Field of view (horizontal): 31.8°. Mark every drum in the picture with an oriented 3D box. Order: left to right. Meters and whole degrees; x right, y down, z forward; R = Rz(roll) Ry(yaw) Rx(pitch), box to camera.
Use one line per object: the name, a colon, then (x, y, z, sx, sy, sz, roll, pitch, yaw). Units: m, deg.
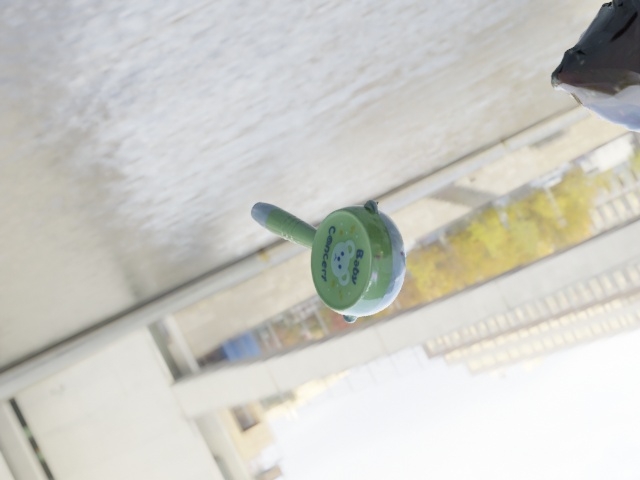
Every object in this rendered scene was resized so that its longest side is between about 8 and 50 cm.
drum: (-0.001, 0.021, 1.233, 0.049, 0.130, 0.253, 2, 180, -36)

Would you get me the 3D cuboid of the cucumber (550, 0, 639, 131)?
cucumber: (0.281, -0.113, 0.519, 0.359, 0.096, 0.096, -9, 176, -8)
